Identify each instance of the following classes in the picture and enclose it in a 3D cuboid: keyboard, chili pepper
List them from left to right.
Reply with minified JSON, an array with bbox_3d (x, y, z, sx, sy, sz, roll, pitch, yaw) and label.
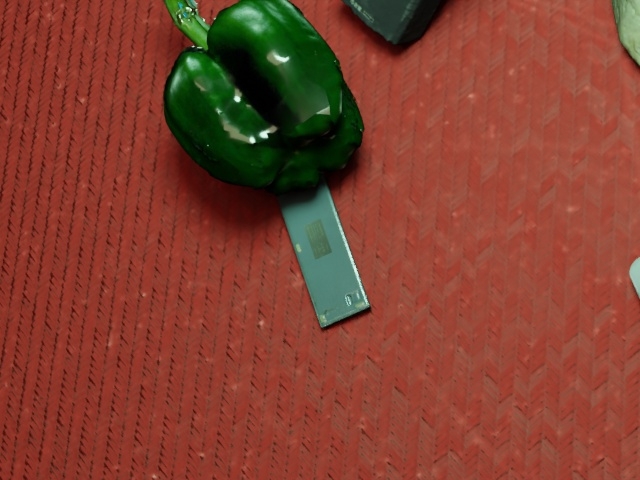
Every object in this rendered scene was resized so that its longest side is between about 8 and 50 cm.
[{"bbox_3d":[-0.072,-0.169,1.656,0.174,0.165,0.261,-49,58,21],"label":"chili pepper"},{"bbox_3d":[-0.001,0.000,1.659,0.055,0.014,0.176,-23,67,10],"label":"keyboard"}]

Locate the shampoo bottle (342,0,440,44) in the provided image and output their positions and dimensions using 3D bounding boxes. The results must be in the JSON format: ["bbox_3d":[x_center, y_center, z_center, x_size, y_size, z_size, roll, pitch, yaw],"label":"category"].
[{"bbox_3d":[0.115,-0.335,1.599,0.098,0.071,0.309,48,134,20],"label":"shampoo bottle"}]

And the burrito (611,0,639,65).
[{"bbox_3d":[0.333,-0.314,1.543,0.105,0.299,0.143,3,45,3],"label":"burrito"}]

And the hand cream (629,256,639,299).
[{"bbox_3d":[0.353,0.119,1.493,0.079,0.048,0.255,-18,66,6],"label":"hand cream"}]
